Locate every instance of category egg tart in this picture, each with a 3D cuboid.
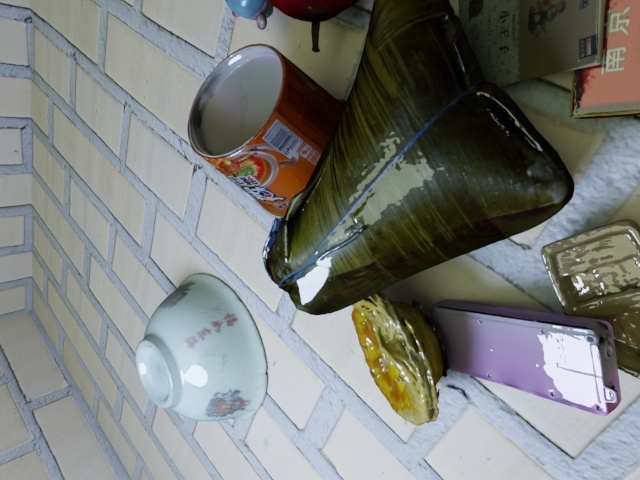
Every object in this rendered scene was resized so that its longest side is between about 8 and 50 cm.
[{"bbox_3d":[0.131,0.179,0.688,0.241,0.106,0.240,159,90,-76],"label":"egg tart"}]

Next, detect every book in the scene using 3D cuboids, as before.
[{"bbox_3d":[0.246,-0.265,0.514,0.199,0.016,0.138,16,112,63],"label":"book"}]

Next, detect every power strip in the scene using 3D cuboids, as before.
[{"bbox_3d":[0.265,0.151,0.587,0.279,0.038,0.109,-3,100,59],"label":"power strip"}]

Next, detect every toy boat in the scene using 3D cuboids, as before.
[{"bbox_3d":[0.367,0.072,0.513,0.116,0.061,0.188,-27,82,40],"label":"toy boat"}]

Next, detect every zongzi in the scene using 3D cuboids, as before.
[{"bbox_3d":[0.044,-0.143,0.582,0.403,0.208,0.432,-29,87,22],"label":"zongzi"}]

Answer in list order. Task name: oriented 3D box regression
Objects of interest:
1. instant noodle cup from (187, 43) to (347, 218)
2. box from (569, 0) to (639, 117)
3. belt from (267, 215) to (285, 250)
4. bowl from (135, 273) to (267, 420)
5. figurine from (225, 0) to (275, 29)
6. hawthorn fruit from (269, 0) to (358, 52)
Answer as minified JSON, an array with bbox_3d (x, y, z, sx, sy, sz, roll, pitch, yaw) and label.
[{"bbox_3d":[-0.078,-0.179,0.690,0.251,0.192,0.250,-12,67,29],"label":"instant noodle cup"},{"bbox_3d":[0.393,-0.208,0.414,0.240,0.074,0.153,8,110,41],"label":"box"},{"bbox_3d":[0.000,0.001,0.773,0.218,0.122,0.128,41,121,28],"label":"belt"},{"bbox_3d":[-0.358,0.319,1.114,0.435,0.196,0.434,11,107,38],"label":"bowl"},{"bbox_3d":[-0.108,-0.534,0.751,0.205,0.103,0.260,39,113,25],"label":"figurine"},{"bbox_3d":[-0.011,-0.426,0.628,0.210,0.230,0.266,11,137,3],"label":"hawthorn fruit"}]
